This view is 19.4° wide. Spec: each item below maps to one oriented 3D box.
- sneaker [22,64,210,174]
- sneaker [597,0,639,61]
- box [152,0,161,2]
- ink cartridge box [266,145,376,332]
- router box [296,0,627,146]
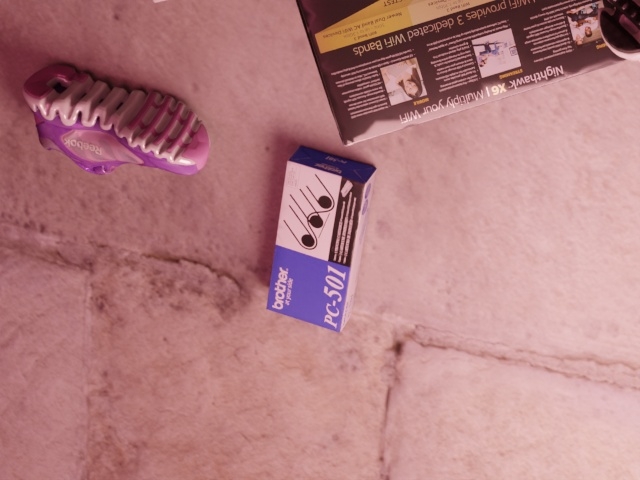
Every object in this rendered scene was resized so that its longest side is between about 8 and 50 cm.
[{"bbox_3d":[-0.237,-0.120,2.186,0.236,0.095,0.104,20,130,16],"label":"sneaker"},{"bbox_3d":[0.406,-0.282,1.839,0.292,0.110,0.118,-44,140,20],"label":"sneaker"},{"bbox_3d":[-0.107,-0.365,1.973,0.181,0.119,0.182,-8,115,25],"label":"box"},{"bbox_3d":[0.000,0.000,2.181,0.097,0.046,0.207,17,123,13],"label":"ink cartridge box"},{"bbox_3d":[0.131,-0.258,1.897,0.309,0.081,0.243,-16,113,3],"label":"router box"}]
